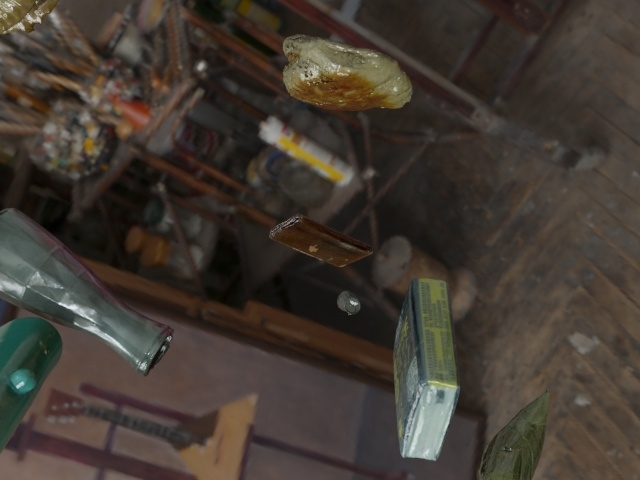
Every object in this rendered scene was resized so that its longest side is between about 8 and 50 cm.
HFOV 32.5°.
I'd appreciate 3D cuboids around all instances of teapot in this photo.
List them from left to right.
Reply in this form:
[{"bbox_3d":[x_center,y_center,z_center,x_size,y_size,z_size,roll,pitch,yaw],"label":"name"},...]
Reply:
[{"bbox_3d":[0.060,0.127,2.199,0.043,0.043,0.110,-62,6,0],"label":"teapot"}]

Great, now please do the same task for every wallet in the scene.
[{"bbox_3d":[0.000,0.000,1.921,0.095,0.176,0.026,-28,52,42],"label":"wallet"}]

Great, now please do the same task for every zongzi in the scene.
[{"bbox_3d":[0.214,0.227,1.193,0.062,0.154,0.130,31,96,12],"label":"zongzi"}]

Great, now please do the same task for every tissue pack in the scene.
[{"bbox_3d":[0.175,0.213,1.860,0.257,0.081,0.185,-88,7,-51],"label":"tissue pack"}]

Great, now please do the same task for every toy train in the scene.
[{"bbox_3d":[-0.320,0.163,1.010,0.159,0.101,0.248,-35,16,19],"label":"toy train"}]

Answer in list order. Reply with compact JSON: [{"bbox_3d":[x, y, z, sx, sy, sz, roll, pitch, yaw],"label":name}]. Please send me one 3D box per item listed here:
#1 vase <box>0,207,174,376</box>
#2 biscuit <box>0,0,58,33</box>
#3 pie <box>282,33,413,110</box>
[{"bbox_3d":[-0.251,0.057,1.118,0.086,0.214,0.086,-57,-3,-5],"label":"vase"},{"bbox_3d":[-0.407,-0.339,1.233,0.259,0.259,0.079,-40,19,30],"label":"biscuit"},{"bbox_3d":[0.033,-0.203,1.366,0.163,0.193,0.079,8,85,26],"label":"pie"}]
